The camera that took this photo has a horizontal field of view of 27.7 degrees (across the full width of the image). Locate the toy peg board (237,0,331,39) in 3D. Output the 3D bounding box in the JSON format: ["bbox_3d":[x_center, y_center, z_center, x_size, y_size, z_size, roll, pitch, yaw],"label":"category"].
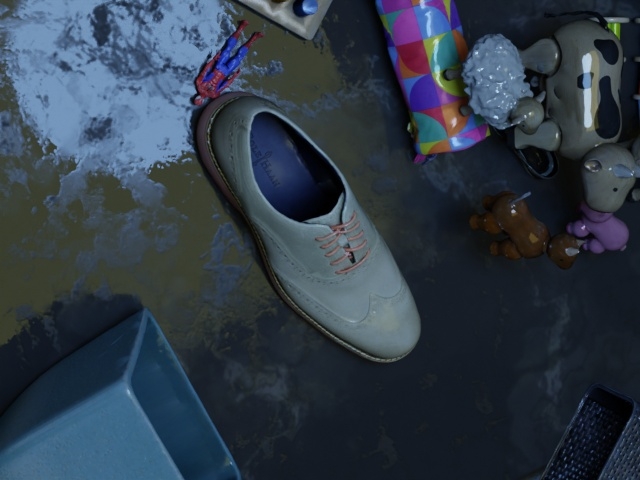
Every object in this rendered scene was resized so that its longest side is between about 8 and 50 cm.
[{"bbox_3d":[-0.035,-0.342,1.513,0.160,0.079,0.161,27,89,-19],"label":"toy peg board"}]

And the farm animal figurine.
[{"bbox_3d":[0.335,-0.121,1.561,0.330,0.172,0.327,-24,105,-35],"label":"farm animal figurine"}]

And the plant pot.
[{"bbox_3d":[-0.255,0.267,1.445,0.252,0.247,0.248,-26,105,4],"label":"plant pot"}]

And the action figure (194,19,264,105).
[{"bbox_3d":[-0.113,-0.206,1.534,0.038,0.030,0.115,37,87,-24],"label":"action figure"}]

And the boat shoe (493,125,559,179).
[{"bbox_3d":[0.260,-0.134,1.656,0.049,0.042,0.133,-38,105,-7],"label":"boat shoe"}]

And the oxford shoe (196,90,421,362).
[{"bbox_3d":[0.000,0.000,1.533,0.140,0.146,0.397,-43,108,-11],"label":"oxford shoe"}]

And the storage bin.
[{"bbox_3d":[0.376,0.293,1.706,0.084,0.122,0.180,30,88,-19],"label":"storage bin"}]

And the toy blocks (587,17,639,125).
[{"bbox_3d":[0.401,-0.214,1.682,0.123,0.054,0.148,-3,99,-18],"label":"toy blocks"}]

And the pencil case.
[{"bbox_3d":[0.130,-0.213,1.574,0.104,0.104,0.236,-18,102,-15],"label":"pencil case"}]
